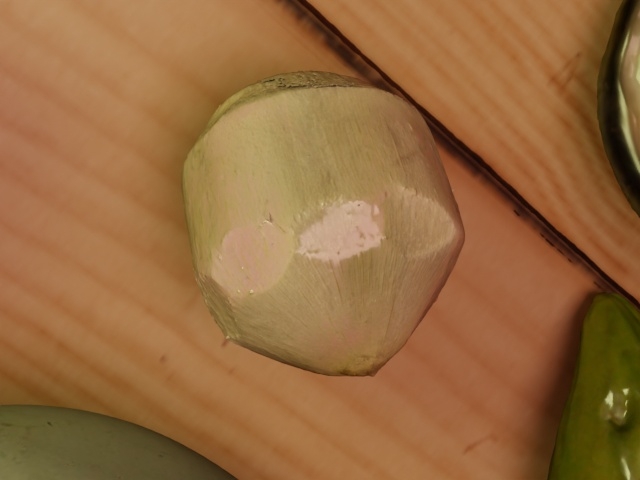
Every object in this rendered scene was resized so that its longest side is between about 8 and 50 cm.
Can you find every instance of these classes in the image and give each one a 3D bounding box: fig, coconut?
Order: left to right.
[{"bbox_3d":[0.000,0.000,1.021,0.170,0.171,0.183,-3,65,-19],"label":"coconut"},{"bbox_3d":[0.235,0.169,1.168,0.167,0.167,0.234,-15,117,-15],"label":"fig"}]

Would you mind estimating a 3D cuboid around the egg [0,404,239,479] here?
[{"bbox_3d":[-0.121,0.230,1.021,0.371,0.230,0.230,30,93,-30],"label":"egg"}]

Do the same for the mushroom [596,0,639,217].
[{"bbox_3d":[0.314,-0.121,1.143,0.217,0.212,0.292,34,108,19],"label":"mushroom"}]
